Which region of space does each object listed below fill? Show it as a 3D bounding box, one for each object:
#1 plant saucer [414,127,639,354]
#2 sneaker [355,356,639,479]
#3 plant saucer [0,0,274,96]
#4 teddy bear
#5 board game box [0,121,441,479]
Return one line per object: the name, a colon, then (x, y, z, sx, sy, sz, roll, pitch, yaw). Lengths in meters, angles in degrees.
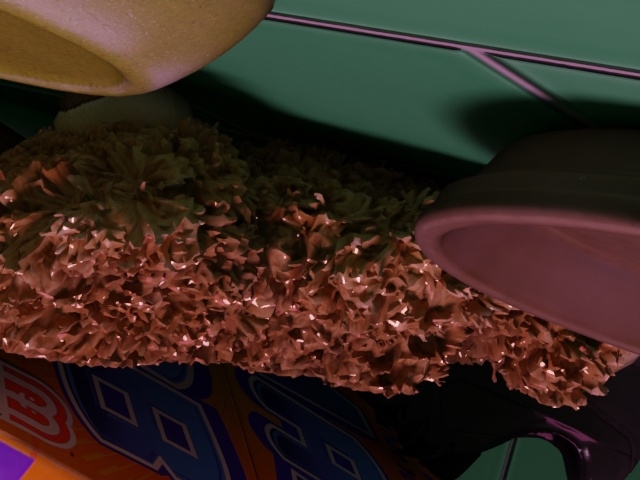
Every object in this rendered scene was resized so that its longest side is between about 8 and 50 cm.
plant saucer: (0.168, 0.020, 0.649, 0.278, 0.041, 0.278, 16, 173, 2)
sneaker: (0.050, 0.054, 1.043, 0.286, 0.130, 0.109, 17, 178, 3)
plant saucer: (-0.133, -0.085, 0.554, 0.241, 0.037, 0.241, 17, 176, 1)
teddy bear: (0.000, 0.000, 0.846, 0.338, 0.113, 0.245, 10, -175, -19)
board game box: (-0.154, 0.205, 1.009, 0.356, 0.356, 0.356, 34, -165, -24)
